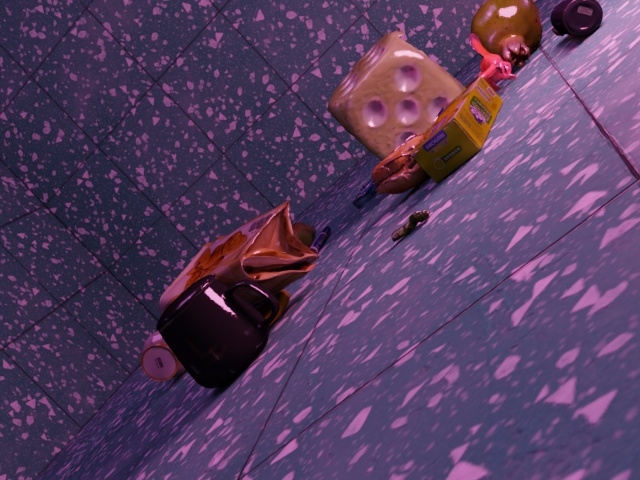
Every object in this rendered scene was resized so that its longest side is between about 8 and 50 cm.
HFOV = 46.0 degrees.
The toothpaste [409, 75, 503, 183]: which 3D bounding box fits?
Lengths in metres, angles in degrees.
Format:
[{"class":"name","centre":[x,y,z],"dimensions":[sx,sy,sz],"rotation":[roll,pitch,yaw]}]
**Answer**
[{"class":"toothpaste","centre":[0.271,-0.222,1.460],"dimensions":[0.110,0.077,0.327],"rotation":[-38,8,31]}]

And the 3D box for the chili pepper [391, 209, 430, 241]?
[{"class":"chili pepper","centre":[0.143,-0.026,1.181],"dimensions":[0.027,0.022,0.083],"rotation":[1,-33,-47]}]

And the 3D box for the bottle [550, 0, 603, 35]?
[{"class":"bottle","centre":[0.506,-0.446,1.510],"dimensions":[0.082,0.072,0.244],"rotation":[-64,-2,20]}]

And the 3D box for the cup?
[{"class":"cup","centre":[-0.179,0.147,1.368],"dimensions":[0.223,0.176,0.169],"rotation":[-42,2,21]}]

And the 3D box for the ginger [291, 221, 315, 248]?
[{"class":"ginger","centre":[-0.125,0.054,2.211],"dimensions":[0.294,0.086,0.131],"rotation":[-46,26,21]}]

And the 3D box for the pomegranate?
[{"class":"pomegranate","centre":[0.458,-0.517,1.857],"dimensions":[0.179,0.179,0.210],"rotation":[-41,7,26]}]

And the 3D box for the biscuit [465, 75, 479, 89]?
[{"class":"biscuit","centre":[0.389,-0.390,2.097],"dimensions":[0.280,0.043,0.183],"rotation":[-39,9,-4]}]

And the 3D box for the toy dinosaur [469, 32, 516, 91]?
[{"class":"toy dinosaur","centre":[0.369,-0.413,1.696],"dimensions":[0.070,0.139,0.286],"rotation":[-27,-3,28]}]

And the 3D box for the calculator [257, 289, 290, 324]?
[{"class":"calculator","centre":[-0.123,0.161,1.598],"dimensions":[0.146,0.032,0.235],"rotation":[-43,7,-1]}]

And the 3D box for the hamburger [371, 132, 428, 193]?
[{"class":"hamburger","centre":[0.193,-0.155,1.523],"dimensions":[0.176,0.087,0.102],"rotation":[-39,14,-25]}]

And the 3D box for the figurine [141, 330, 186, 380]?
[{"class":"figurine","centre":[-0.401,0.290,2.097],"dimensions":[0.189,0.142,0.263],"rotation":[-9,12,12]}]

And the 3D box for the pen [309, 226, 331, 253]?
[{"class":"pen","centre":[0.000,0.000,1.992],"dimensions":[0.025,0.025,0.204],"rotation":[-41,5,21]}]

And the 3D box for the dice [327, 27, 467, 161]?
[{"class":"dice","centre":[0.186,-0.327,1.788],"dimensions":[0.254,0.249,0.252],"rotation":[-48,16,12]}]

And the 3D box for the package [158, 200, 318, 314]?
[{"class":"package","centre":[-0.157,0.082,1.560],"dimensions":[0.311,0.165,0.221],"rotation":[-28,21,43]}]

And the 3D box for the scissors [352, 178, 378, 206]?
[{"class":"scissors","centre":[0.188,-0.202,2.139],"dimensions":[0.180,0.032,0.393],"rotation":[-41,7,29]}]
